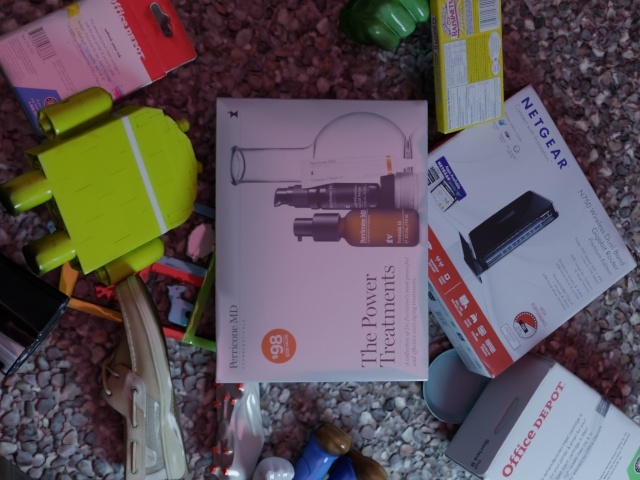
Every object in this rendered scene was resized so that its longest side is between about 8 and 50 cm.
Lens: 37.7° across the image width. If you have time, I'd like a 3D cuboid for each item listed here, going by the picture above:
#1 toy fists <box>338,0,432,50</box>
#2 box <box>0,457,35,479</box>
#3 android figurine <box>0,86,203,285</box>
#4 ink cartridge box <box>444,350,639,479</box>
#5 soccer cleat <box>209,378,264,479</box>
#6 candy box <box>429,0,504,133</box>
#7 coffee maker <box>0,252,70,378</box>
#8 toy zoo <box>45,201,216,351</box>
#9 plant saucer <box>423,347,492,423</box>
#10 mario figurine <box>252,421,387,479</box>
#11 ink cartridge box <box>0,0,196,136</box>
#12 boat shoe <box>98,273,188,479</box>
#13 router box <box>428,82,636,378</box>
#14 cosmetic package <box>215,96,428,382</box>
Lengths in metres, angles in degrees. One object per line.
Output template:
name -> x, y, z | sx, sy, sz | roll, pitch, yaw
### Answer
toy fists -> 0.155, -0.373, 1.338 | 0.279, 0.142, 0.096 | -41, 105, -12
box -> -0.377, 0.387, 1.159 | 0.148, 0.232, 0.127 | 44, 79, -16
android figurine -> -0.266, -0.071, 1.194 | 0.273, 0.056, 0.248 | -34, 120, -31
ink cartridge box -> 0.369, 0.328, 1.458 | 0.289, 0.121, 0.211 | 37, 82, -23
soccer cleat -> -0.112, 0.247, 1.336 | 0.076, 0.068, 0.196 | 13, 82, -48
candy box -> 0.205, -0.260, 1.307 | 0.105, 0.027, 0.206 | -15, 113, -21
coffee maker -> -0.408, 0.056, 1.177 | 0.178, 0.120, 0.171 | 37, 84, -11
toy zoo -> -0.234, 0.026, 1.291 | 0.293, 0.030, 0.192 | 20, 87, -19
plant saucer -> 0.210, 0.224, 1.460 | 0.119, 0.021, 0.119 | -1, 93, -19
mario figurine -> -0.032, 0.422, 1.309 | 0.198, 0.170, 0.320 | 33, 72, 17
ink cartridge box -> -0.295, -0.244, 1.226 | 0.231, 0.078, 0.134 | -29, 103, -15
boat shoe -> -0.245, 0.192, 1.245 | 0.098, 0.109, 0.302 | -10, 113, -10
router box -> 0.270, -0.017, 1.420 | 0.301, 0.082, 0.335 | -35, 99, -13
cosmetic package -> 0.000, 0.000, 1.268 | 0.284, 0.097, 0.377 | 0, 88, -2
